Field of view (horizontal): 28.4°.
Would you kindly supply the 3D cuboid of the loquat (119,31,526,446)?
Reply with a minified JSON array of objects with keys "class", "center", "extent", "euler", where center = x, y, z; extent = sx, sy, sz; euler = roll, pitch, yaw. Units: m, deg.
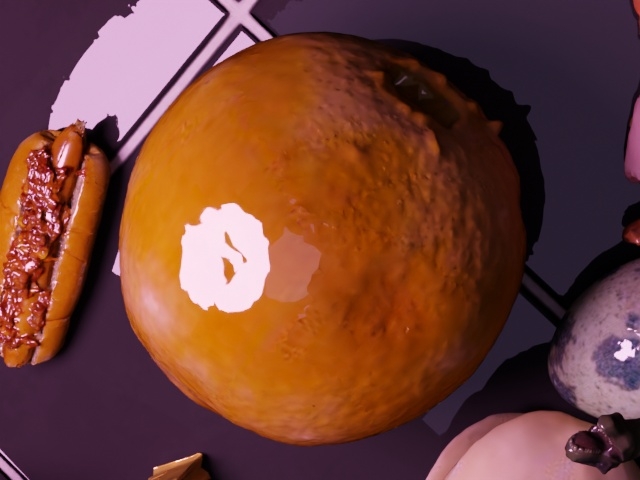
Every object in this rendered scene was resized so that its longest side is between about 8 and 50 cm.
[{"class":"loquat","center":[0.000,0.000,0.996],"extent":[0.328,0.328,0.329],"euler":[2,99,13]}]

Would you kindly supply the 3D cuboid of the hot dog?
[{"class":"hot dog","center":[-0.263,0.002,1.180],"extent":[0.102,0.076,0.249],"euler":[21,104,13]}]

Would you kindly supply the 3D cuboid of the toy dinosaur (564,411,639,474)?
[{"class":"toy dinosaur","center":[0.267,0.192,0.978],"extent":[0.187,0.087,0.179],"euler":[25,127,2]}]

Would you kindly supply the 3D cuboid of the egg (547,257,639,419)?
[{"class":"egg","center":[0.271,0.086,1.029],"extent":[0.181,0.141,0.141],"euler":[-22,93,24]}]

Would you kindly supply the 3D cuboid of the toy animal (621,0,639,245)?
[{"class":"toy animal","center":[0.320,-0.130,0.978],"extent":[0.169,0.195,0.281],"euler":[-10,102,-25]}]

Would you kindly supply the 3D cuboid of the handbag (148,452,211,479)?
[{"class":"handbag","center":[-0.143,0.229,1.181],"extent":[0.061,0.083,0.027],"euler":[-21,92,18]}]

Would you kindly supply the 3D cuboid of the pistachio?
[{"class":"pistachio","center":[0.182,0.302,1.041],"extent":[0.238,0.229,0.321],"euler":[1,83,-16]}]
